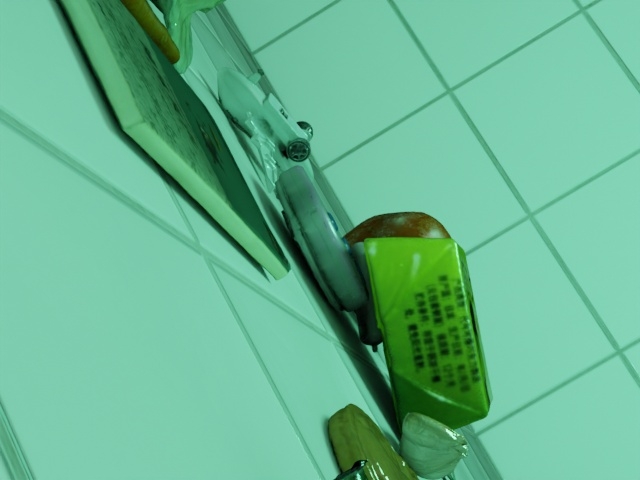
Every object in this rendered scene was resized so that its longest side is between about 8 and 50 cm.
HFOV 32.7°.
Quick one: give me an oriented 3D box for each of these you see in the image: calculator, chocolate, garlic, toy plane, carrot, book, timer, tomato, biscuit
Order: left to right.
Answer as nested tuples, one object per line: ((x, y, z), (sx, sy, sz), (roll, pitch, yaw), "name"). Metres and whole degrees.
((-0.206, -0.252, 1.269), (0.043, 0.043, 0.248), (60, 2, 14), "carrot")
((-0.149, -0.125, 1.092), (0.264, 0.031, 0.379), (62, 5, 26), "book")
((-0.081, -0.184, 1.792), (0.255, 0.101, 0.251), (57, 16, -20), "toy plane")
((0.000, 0.000, 1.609), (0.208, 0.069, 0.190), (61, 2, -33), "timer")
((0.074, 0.089, 1.708), (0.100, 0.032, 0.174), (130, -47, -79), "calculator")
((0.142, 0.050, 1.880), (0.232, 0.188, 0.232), (24, -32, 16), "tomato")
((0.087, 0.264, 1.052), (0.288, 0.044, 0.202), (51, 8, -46), "biscuit")
((0.138, 0.264, 1.387), (0.094, 0.074, 0.113), (37, -16, 36), "garlic")
((0.164, 0.135, 1.604), (0.301, 0.137, 0.288), (21, 58, -80), "chocolate")

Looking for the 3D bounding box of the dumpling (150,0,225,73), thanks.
((-0.177, -0.393, 1.464), (0.270, 0.212, 0.321), (63, 16, 15), "dumpling")

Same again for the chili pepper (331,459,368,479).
((0.054, 0.251, 0.678), (0.226, 0.059, 0.088), (62, 0, 13), "chili pepper")

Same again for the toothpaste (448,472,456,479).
((0.172, 0.301, 1.771), (0.064, 0.041, 0.218), (63, 1, -68), "toothpaste")
